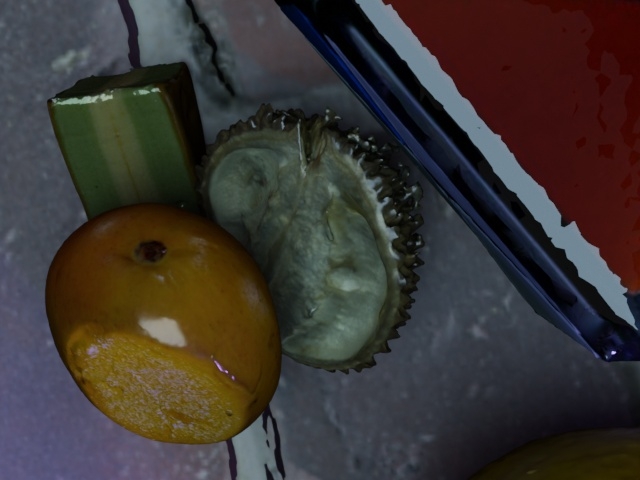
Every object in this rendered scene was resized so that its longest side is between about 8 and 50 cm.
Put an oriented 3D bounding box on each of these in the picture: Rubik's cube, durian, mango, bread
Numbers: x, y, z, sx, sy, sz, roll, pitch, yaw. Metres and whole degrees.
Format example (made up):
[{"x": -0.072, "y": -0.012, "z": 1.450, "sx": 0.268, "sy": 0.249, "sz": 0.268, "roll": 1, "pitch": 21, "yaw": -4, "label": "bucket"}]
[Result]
[{"x": 0.141, "y": -0.113, "z": 0.972, "sx": 0.248, "sy": 0.250, "sz": 0.246, "roll": -40, "pitch": 96, "yaw": 0, "label": "Rubik's cube"}, {"x": 0.000, "y": 0.000, "z": 1.126, "sx": 0.148, "sy": 0.091, "sz": 0.188, "roll": 35, "pitch": 126, "yaw": 13, "label": "durian"}, {"x": -0.088, "y": 0.048, "z": 1.105, "sx": 0.141, "sy": 0.217, "sz": 0.102, "roll": 32, "pitch": 66, "yaw": -3, "label": "mango"}, {"x": -0.102, "y": -0.025, "z": 1.137, "sx": 0.074, "sy": 0.084, "sz": 0.139, "roll": -6, "pitch": 103, "yaw": 8, "label": "bread"}]

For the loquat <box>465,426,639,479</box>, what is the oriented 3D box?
[{"x": 0.189, "y": 0.251, "z": 1.062, "sx": 0.359, "sy": 0.328, "sz": 0.328, "roll": -17, "pitch": 105, "yaw": -33, "label": "loquat"}]
